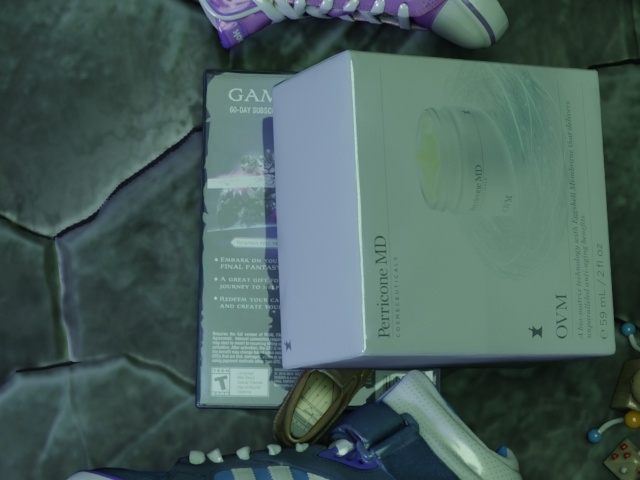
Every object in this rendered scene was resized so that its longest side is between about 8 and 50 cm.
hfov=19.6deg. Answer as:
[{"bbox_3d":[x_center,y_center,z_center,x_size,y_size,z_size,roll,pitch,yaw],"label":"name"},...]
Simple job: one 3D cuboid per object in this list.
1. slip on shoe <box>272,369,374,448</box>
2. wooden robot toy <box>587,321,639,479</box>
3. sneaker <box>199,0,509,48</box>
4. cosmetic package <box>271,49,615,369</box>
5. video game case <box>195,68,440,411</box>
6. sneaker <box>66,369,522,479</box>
[{"bbox_3d":[0.009,0.105,1.449,0.051,0.041,0.135,37,81,0],"label":"slip on shoe"},{"bbox_3d":[0.273,0.112,1.478,0.076,0.079,0.173,19,81,-2],"label":"wooden robot toy"},{"bbox_3d":[0.002,-0.197,1.493,0.282,0.102,0.161,32,84,10],"label":"sneaker"},{"bbox_3d":[0.092,-0.017,1.415,0.224,0.138,0.224,1,81,-26],"label":"cosmetic package"},{"bbox_3d":[0.000,0.000,1.496,0.196,0.026,0.274,2,81,-5],"label":"video game case"},{"bbox_3d":[-0.010,0.183,1.379,0.323,0.130,0.236,19,51,15],"label":"sneaker"}]
